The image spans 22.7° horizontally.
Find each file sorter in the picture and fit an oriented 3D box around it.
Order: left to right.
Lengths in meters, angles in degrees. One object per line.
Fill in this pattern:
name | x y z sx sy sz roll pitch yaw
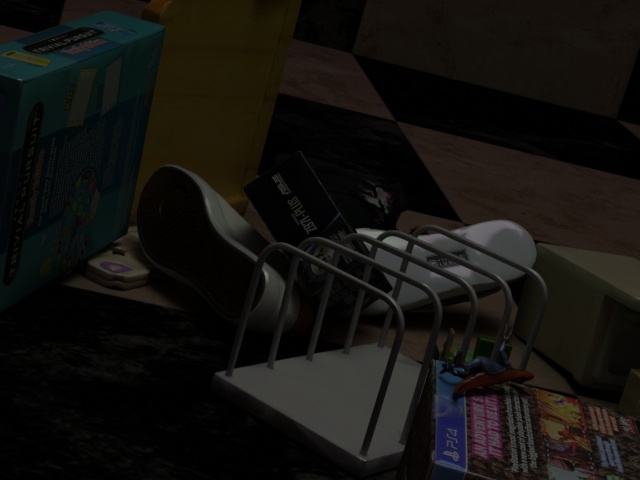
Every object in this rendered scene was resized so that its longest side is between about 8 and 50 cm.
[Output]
file sorter | 0.068 0.095 1.583 0.193 0.173 0.277 26 19 33

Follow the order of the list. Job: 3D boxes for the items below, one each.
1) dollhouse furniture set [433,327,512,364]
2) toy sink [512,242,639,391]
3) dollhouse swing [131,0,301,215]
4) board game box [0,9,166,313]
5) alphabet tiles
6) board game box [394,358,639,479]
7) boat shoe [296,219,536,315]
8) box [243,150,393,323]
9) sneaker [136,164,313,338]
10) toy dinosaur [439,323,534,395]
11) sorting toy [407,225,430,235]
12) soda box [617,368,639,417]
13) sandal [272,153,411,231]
dollhouse furniture set | 0.171 0.121 1.767 0.076 0.059 0.152 15 9 -4
toy sink | 0.360 0.104 1.909 0.152 0.131 0.234 8 13 -26
dollhouse swing | -0.216 -0.223 2.074 0.305 0.347 0.315 -2 24 -46
board game box | -0.283 -0.089 1.667 0.079 0.254 0.336 18 20 13
alphabet tiles | -0.302 -0.011 1.865 0.284 0.021 0.278 24 18 26
board game box | 0.209 0.233 1.296 0.291 0.141 0.232 16 16 1
boat shoe | 0.110 0.041 1.946 0.301 0.108 0.102 -10 -20 -18
box | 0.000 0.000 1.783 0.147 0.077 0.180 57 2 16
sneaker | -0.109 0.023 1.800 0.123 0.106 0.290 30 13 -45
toy dinosaur | 0.143 0.116 1.341 0.082 0.047 0.090 21 46 -15
sorting toy | 0.162 0.003 2.223 0.102 0.042 0.061 8 17 -26
soda box | 0.389 0.203 1.721 0.058 0.061 0.181 9 17 -20
sandal | 0.033 -0.062 2.202 0.167 0.107 0.446 9 17 -23
